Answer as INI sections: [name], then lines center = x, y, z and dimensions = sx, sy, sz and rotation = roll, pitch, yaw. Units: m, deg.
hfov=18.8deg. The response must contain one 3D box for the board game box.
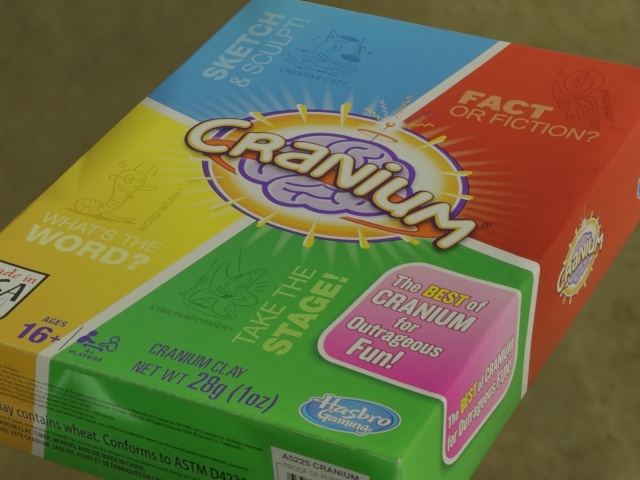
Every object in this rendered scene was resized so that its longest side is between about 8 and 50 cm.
[board game box]
center = 0.000, 0.000, 0.911
dimensions = 0.242, 0.316, 0.064
rotation = 14, 129, 24
